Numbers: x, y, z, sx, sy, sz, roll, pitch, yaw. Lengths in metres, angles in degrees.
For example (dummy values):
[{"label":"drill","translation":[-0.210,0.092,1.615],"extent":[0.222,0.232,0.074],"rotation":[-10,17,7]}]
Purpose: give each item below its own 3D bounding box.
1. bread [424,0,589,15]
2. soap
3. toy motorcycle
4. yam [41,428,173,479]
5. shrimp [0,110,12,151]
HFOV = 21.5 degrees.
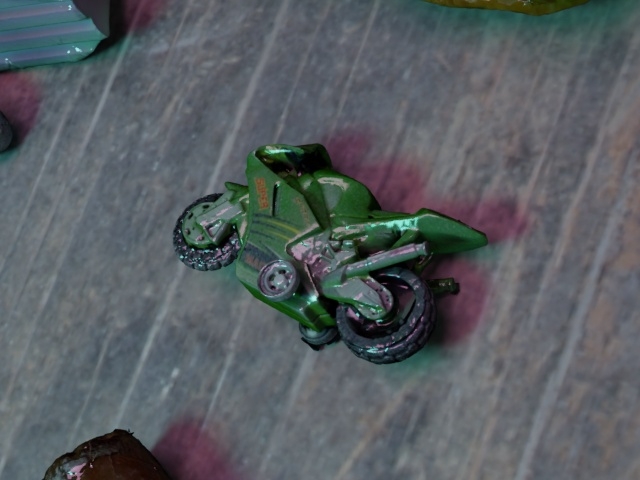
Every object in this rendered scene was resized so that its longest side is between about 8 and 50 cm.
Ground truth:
[{"label":"bread","translation":[0.049,-0.249,1.015],"extent":[0.344,0.149,0.195],"rotation":[21,92,32]},{"label":"soap","translation":[-0.209,-0.162,1.145],"extent":[0.149,0.100,0.056],"rotation":[-4,68,27]},{"label":"toy motorcycle","translation":[0.000,0.000,0.991],"extent":[0.190,0.074,0.106],"rotation":[26,75,34]},{"label":"yam","translation":[-0.102,0.177,0.964],"extent":[0.079,0.079,0.141],"rotation":[-46,57,5]},{"label":"shrimp","translation":[-0.287,-0.088,1.184],"extent":[0.165,0.065,0.056],"rotation":[5,41,35]}]
